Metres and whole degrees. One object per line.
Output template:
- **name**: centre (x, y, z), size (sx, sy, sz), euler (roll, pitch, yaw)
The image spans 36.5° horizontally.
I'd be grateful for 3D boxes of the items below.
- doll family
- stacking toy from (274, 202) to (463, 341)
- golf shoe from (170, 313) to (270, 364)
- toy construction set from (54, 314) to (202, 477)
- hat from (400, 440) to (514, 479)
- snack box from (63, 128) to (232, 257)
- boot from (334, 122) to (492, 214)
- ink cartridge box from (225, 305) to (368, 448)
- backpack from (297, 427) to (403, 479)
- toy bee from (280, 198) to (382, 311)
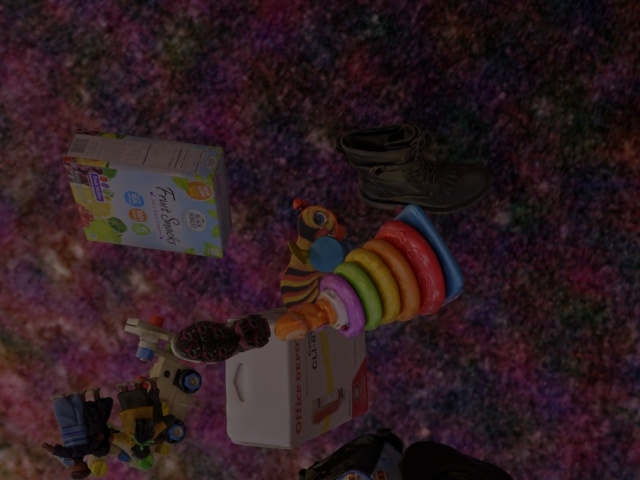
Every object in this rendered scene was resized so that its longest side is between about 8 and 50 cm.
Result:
- **doll family**: centre (-0.272, 0.245, 1.264), size (0.076, 0.193, 0.111), euler (-22, 77, 60)
- **stacking toy**: centre (0.059, 0.084, 1.513), size (0.165, 0.302, 0.175), euler (60, 155, 9)
- **golf shoe**: centre (-0.167, 0.163, 1.532), size (0.086, 0.186, 0.067), euler (-24, 76, 40)
- **toy construction set**: centre (-0.347, 0.301, 1.850), size (0.215, 0.327, 0.151), euler (23, 179, -26)
- **hat**: centre (0.253, 0.502, 1.677), size (0.331, 0.331, 0.134), euler (30, 109, 2)
- **snack box**: centre (-0.234, -0.063, 1.353), size (0.207, 0.070, 0.174), euler (6, 143, 6)
- **boot**: centre (0.163, -0.126, 1.640), size (0.263, 0.091, 0.229), euler (-5, 158, 5)
- **ink cartridge box**: centre (-0.045, 0.296, 2.220), size (0.160, 0.385, 0.279), euler (-1, 93, 29)
- **backpack**: centre (0.107, 0.523, 1.848), size (0.263, 0.213, 0.276), euler (36, 136, -15)
- **toy bee**: centre (0.000, 0.000, 1.894), size (0.162, 0.298, 0.195), euler (35, 167, 20)
